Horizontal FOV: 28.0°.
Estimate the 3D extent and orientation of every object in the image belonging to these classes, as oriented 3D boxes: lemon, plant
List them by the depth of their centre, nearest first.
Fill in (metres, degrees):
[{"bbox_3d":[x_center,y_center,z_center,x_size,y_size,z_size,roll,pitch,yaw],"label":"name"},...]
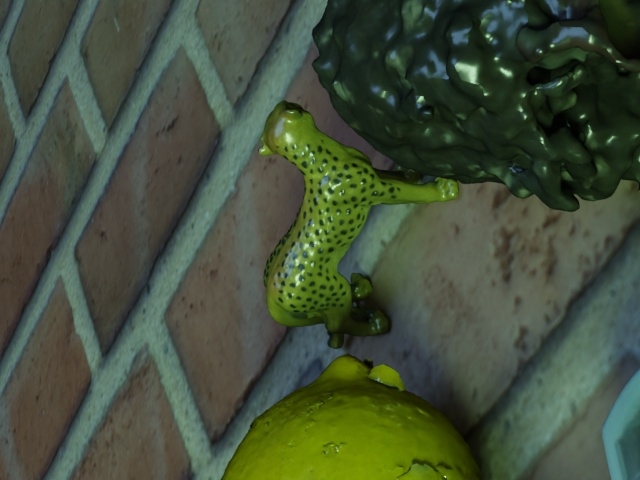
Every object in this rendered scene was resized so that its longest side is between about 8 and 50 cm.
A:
[{"bbox_3d":[0.122,-0.121,0.722,0.234,0.178,0.204,-1,69,46],"label":"plant"},{"bbox_3d":[0.017,0.174,0.803,0.173,0.173,0.206,-3,79,57],"label":"lemon"}]

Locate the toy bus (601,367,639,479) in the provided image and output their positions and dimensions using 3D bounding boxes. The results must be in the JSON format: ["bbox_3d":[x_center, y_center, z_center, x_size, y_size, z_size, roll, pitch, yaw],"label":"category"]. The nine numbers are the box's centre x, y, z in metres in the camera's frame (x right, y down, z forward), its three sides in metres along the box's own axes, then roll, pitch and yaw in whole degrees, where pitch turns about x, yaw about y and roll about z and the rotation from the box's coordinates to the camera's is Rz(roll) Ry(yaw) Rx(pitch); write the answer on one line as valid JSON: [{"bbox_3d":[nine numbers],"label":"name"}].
[{"bbox_3d":[0.215,0.193,0.560,0.136,0.109,0.330,131,139,-55],"label":"toy bus"}]

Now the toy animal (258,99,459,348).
[{"bbox_3d":[0.000,0.000,0.906,0.073,0.136,0.181,52,125,49],"label":"toy animal"}]
